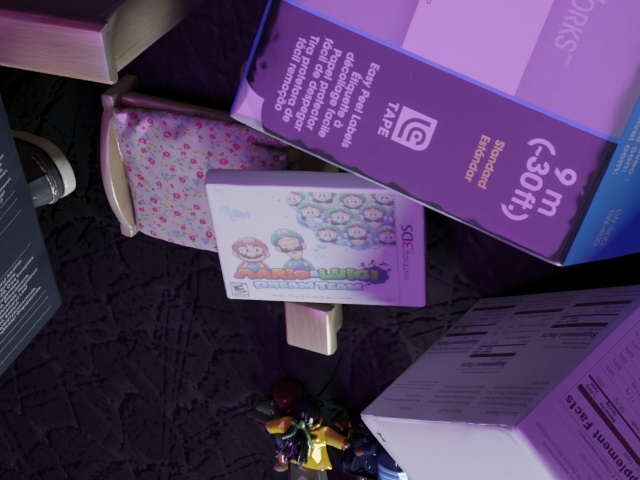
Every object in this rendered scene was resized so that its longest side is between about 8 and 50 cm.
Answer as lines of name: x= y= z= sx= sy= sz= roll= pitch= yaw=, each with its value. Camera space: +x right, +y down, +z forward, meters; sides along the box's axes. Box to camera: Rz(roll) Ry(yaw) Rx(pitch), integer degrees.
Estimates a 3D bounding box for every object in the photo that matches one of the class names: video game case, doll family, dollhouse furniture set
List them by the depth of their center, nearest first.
video game case: x=0.000 y=0.000 z=1.128 sx=0.157 sy=0.019 sz=0.143 roll=2 pitch=143 yaw=7
dollhouse furniture set: x=-0.159 y=-0.054 z=1.196 sx=0.303 sy=0.174 sz=0.355 roll=13 pitch=127 yaw=25
doll family: x=0.021 y=0.181 z=1.325 sx=0.193 sy=0.076 sz=0.111 roll=10 pitch=122 yaw=20

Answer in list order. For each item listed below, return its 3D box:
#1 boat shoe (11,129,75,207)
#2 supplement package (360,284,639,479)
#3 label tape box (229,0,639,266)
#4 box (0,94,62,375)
boat shoe: x=-0.299 y=-0.063 z=1.329 sx=0.206 sy=0.065 sz=0.075 roll=13 pitch=131 yaw=43
supplement package: x=0.184 y=0.157 z=1.080 sx=0.204 sy=0.145 sz=0.262 roll=52 pitch=162 yaw=-9
label tape box: x=0.148 y=-0.128 z=0.933 sx=0.348 sy=0.115 sz=0.249 roll=25 pitch=112 yaw=11
box: x=-0.412 y=-0.047 z=1.219 sx=0.343 sy=0.179 sz=0.312 roll=28 pitch=152 yaw=18
